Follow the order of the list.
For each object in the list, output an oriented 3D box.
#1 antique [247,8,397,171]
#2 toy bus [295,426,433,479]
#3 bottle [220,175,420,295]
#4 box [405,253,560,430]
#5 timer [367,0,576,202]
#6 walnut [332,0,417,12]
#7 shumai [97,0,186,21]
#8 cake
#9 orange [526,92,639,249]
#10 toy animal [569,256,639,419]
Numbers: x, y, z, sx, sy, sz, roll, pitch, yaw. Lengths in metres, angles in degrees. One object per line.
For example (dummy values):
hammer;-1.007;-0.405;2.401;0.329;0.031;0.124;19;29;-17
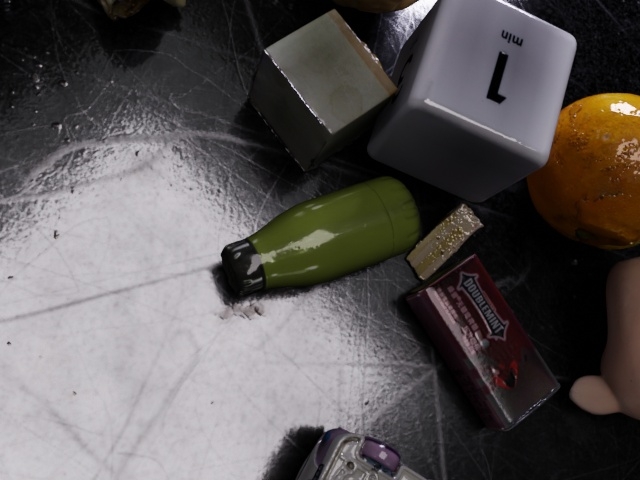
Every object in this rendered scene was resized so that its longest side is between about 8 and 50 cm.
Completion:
antique;0.003;-0.202;0.908;0.148;0.152;0.147;-38;88;-19
toy bus;0.061;0.328;0.800;0.202;0.142;0.142;34;69;-8
bottle;0.000;0.000;0.878;0.260;0.112;0.112;-20;83;-20
box;0.228;0.142;0.940;0.120;0.069;0.224;-29;85;-21
timer;0.200;-0.191;0.903;0.194;0.192;0.195;22;73;-9
walnut;0.081;-0.480;0.943;0.285;0.285;0.297;-12;87;-20
shumai;-0.239;-0.352;0.897;0.116;0.145;0.146;19;67;-51
cake;0.178;0.000;0.965;0.121;0.065;0.052;-43;89;-15
orange;0.427;-0.099;0.972;0.239;0.240;0.240;4;76;-16
toy animal;0.501;0.137;0.974;0.212;0.195;0.256;16;72;-37
